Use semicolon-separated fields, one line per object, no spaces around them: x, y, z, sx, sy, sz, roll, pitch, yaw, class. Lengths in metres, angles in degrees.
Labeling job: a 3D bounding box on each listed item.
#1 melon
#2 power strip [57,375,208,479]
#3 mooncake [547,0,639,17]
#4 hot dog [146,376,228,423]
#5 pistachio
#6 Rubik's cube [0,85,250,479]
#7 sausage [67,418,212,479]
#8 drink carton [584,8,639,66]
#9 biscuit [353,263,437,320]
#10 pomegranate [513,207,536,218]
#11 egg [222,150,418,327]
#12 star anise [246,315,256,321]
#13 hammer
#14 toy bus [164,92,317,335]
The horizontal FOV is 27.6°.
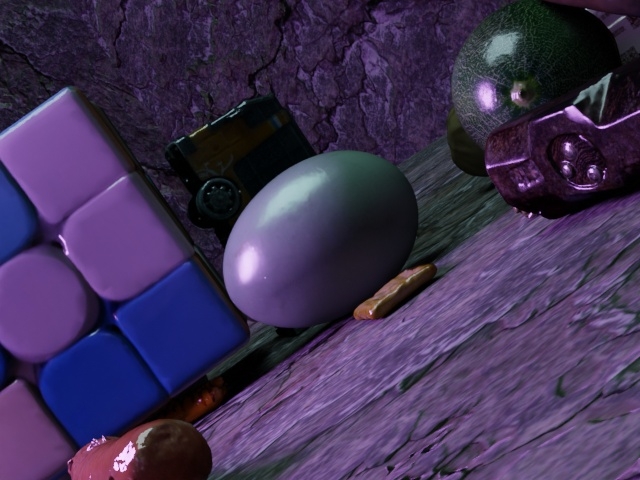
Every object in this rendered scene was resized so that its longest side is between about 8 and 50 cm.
0.231;-0.169;1.393;0.182;0.182;0.288;-34;2;23;melon
-0.254;0.239;1.659;0.270;0.046;0.118;-36;3;-23;power strip
0.357;-0.310;1.315;0.290;0.161;0.290;2;15;-1;mooncake
-0.150;0.186;1.437;0.122;0.037;0.049;-36;6;20;hot dog
0.245;-0.154;1.615;0.226;0.136;0.136;-24;10;43;pistachio
-0.317;0.058;1.533;0.346;0.347;0.344;-36;4;-2;Rubik's cube
-0.159;0.192;1.057;0.087;0.079;0.326;-37;2;-22;sausage
0.377;-0.268;1.804;0.194;0.132;0.324;-36;4;11;drink carton
0.072;0.051;1.264;0.081;0.018;0.083;-36;3;-12;biscuit
0.205;-0.067;1.201;0.084;0.073;0.073;-51;-5;29;pomegranate
0.000;0.000;1.405;0.231;0.168;0.168;-35;3;-5;egg
-0.022;0.050;1.931;0.208;0.063;0.172;-37;-3;33;star anise
0.339;-0.152;1.071;0.409;0.095;0.242;-31;1;-30;hammer
-0.061;-0.035;1.606;0.167;0.275;0.138;-35;3;-13;toy bus
